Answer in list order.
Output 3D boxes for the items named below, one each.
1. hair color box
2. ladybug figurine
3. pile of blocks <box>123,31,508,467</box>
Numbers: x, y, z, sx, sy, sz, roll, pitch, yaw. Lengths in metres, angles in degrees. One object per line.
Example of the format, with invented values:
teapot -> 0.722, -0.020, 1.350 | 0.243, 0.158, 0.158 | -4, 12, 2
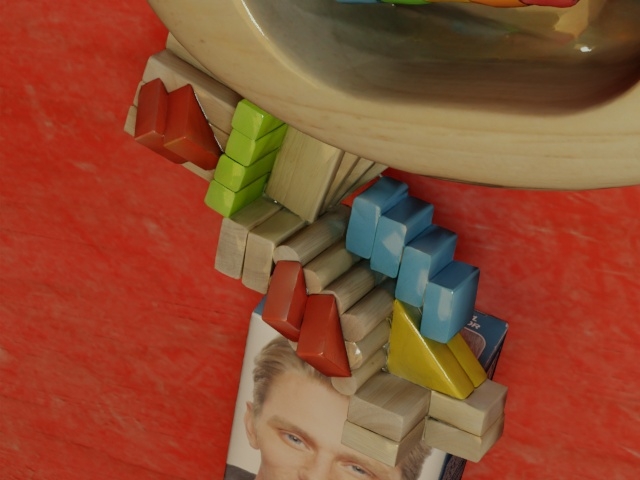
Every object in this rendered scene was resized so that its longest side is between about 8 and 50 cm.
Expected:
hair color box -> 0.019, 0.179, 1.397 | 0.173, 0.105, 0.347 | 24, 134, 13
ladybug figurine -> 0.084, -0.183, 0.918 | 0.449, 0.162, 0.305 | 10, 127, 31
pile of blocks -> 0.000, 0.000, 1.155 | 0.362, 0.112, 0.149 | 51, 127, 1
